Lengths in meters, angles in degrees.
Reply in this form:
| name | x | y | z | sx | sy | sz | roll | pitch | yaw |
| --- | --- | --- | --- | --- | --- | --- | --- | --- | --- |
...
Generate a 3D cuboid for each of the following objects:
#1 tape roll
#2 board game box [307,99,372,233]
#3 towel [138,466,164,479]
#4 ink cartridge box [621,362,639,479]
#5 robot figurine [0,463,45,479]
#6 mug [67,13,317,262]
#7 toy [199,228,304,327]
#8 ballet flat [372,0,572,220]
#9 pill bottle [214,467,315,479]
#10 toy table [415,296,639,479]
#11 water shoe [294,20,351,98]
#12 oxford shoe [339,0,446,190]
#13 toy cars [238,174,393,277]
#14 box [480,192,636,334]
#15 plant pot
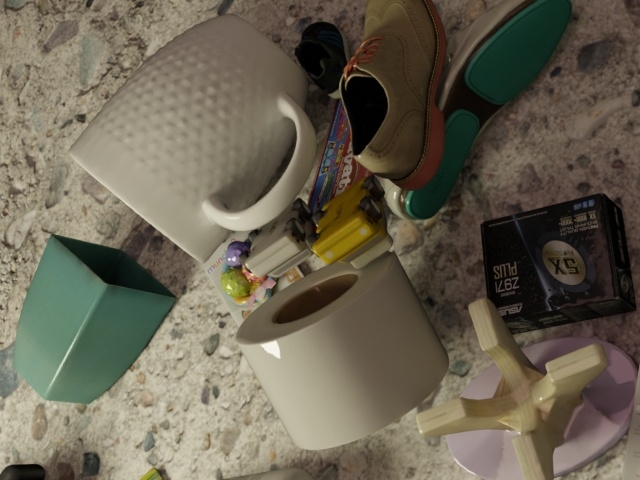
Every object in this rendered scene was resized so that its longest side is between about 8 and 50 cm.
| name | x | y | z | sx | sy | sz | roll | pitch | yaw |
| --- | --- | --- | --- | --- | --- | --- | --- | --- | --- |
| tape roll | 0.029 | 0.145 | 1.648 | 0.246 | 0.246 | 0.169 | -21 | 104 | 25 |
| board game box | 0.040 | -0.121 | 1.855 | 0.145 | 0.027 | 0.281 | -3 | 69 | 62 |
| towel | -0.233 | 0.466 | 1.870 | 0.102 | 0.021 | 0.237 | -47 | 55 | 11 |
| ink cartridge box | 0.475 | 0.193 | 1.485 | 0.176 | 0.069 | 0.371 | 5 | 74 | 33 |
| robot figurine | -0.515 | 0.493 | 1.952 | 0.278 | 0.173 | 0.209 | -59 | 31 | 2 |
| mug | -0.154 | -0.153 | 1.875 | 0.328 | 0.276 | 0.374 | -51 | 49 | -2 |
| toy | -0.109 | 0.058 | 1.910 | 0.137 | 0.056 | 0.237 | -44 | 56 | 11 |
| ballet flat | 0.201 | -0.217 | 1.771 | 0.139 | 0.139 | 0.400 | 39 | 100 | 36 |
| pill bottle | -0.119 | 0.404 | 1.750 | 0.229 | 0.131 | 0.131 | -15 | 66 | 28 |
| toy table | 0.261 | 0.208 | 1.559 | 0.274 | 0.161 | 0.252 | -37 | 58 | 16 |
| water shoe | -0.001 | -0.302 | 1.924 | 0.073 | 0.080 | 0.203 | -46 | 36 | 16 |
| oxford shoe | 0.094 | -0.245 | 1.708 | 0.123 | 0.130 | 0.348 | -32 | 52 | 41 |
| toy cars | 0.000 | 0.000 | 1.712 | 0.176 | 0.087 | 0.394 | -43 | 14 | -25 |
| box | 0.315 | 0.034 | 1.634 | 0.180 | 0.077 | 0.147 | -14 | 67 | 28 |
| plant pot | -0.390 | 0.141 | 2.000 | 0.165 | 0.166 | 0.234 | 36 | 101 | 36 |
